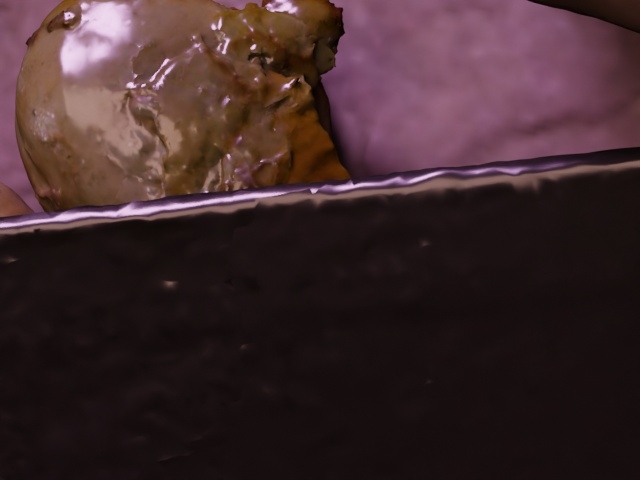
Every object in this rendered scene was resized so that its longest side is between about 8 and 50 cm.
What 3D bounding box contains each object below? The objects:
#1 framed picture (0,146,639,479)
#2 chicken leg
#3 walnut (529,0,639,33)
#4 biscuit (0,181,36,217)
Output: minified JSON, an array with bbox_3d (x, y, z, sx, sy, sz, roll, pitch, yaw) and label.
[{"bbox_3d":[0.018,0.104,0.374,0.324,0.013,0.244,-6,107,8],"label":"framed picture"},{"bbox_3d":[0.000,0.000,0.458,0.178,0.070,0.093,44,97,13],"label":"chicken leg"},{"bbox_3d":[0.104,-0.147,0.336,0.248,0.248,0.248,-2,85,23],"label":"walnut"},{"bbox_3d":[-0.079,0.047,0.475,0.071,0.018,0.147,-36,98,-9],"label":"biscuit"}]
